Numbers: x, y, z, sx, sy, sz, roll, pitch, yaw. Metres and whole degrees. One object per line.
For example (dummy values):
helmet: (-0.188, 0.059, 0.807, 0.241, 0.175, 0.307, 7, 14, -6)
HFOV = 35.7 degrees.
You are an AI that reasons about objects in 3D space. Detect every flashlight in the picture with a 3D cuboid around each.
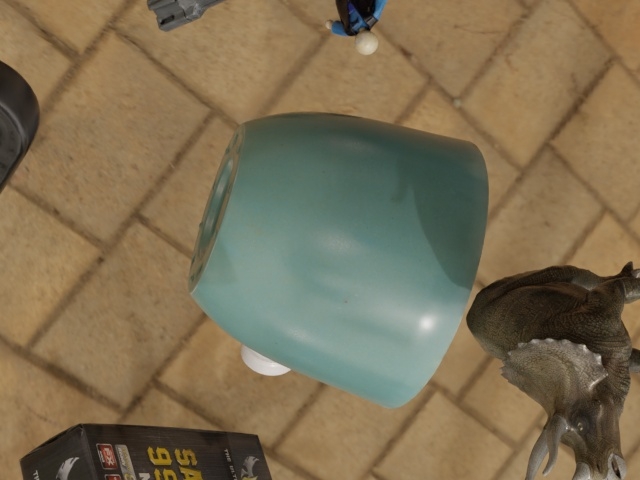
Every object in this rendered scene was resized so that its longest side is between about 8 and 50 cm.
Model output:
flashlight: (-0.128, -0.414, 1.479, 0.103, 0.304, 0.103, 62, 38, -21)

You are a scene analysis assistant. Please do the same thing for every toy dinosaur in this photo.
toy dinosaur: (0.187, 0.066, 0.808, 0.160, 0.313, 0.121, -5, 112, -12)

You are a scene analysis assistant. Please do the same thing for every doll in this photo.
doll: (0.050, -0.371, 1.549, 0.046, 0.129, 0.189, 4, 62, -48)

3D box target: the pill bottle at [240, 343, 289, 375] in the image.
pill bottle: (-0.068, 0.114, 1.604, 0.119, 0.119, 0.208, -7, 136, -22)

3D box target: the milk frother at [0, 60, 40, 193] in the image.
milk frother: (-0.218, -0.092, 0.534, 0.129, 0.143, 0.135, 15, 136, -30)

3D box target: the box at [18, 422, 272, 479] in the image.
box: (-0.072, 0.228, 0.595, 0.056, 0.231, 0.183, -31, 154, 21)

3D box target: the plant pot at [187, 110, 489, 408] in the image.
plant pot: (0.000, 0.000, 1.024, 0.235, 0.293, 0.293, 18, 99, -12)
